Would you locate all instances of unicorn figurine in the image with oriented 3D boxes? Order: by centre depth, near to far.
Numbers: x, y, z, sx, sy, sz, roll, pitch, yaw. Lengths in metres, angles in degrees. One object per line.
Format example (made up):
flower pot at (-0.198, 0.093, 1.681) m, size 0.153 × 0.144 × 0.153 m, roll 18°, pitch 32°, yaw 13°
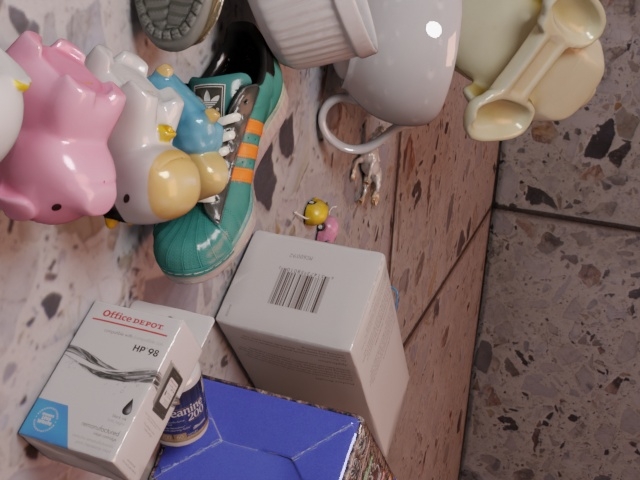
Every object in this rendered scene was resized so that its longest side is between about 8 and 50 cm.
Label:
unicorn figurine at (0.094, -0.138, 1.460) m, size 0.162 × 0.060 × 0.111 m, roll 99°, pitch 11°, yaw -60°

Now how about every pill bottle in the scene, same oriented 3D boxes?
pill bottle at (-0.163, 0.163, 0.884) m, size 0.067 × 0.067 × 0.120 m, roll -54°, pitch 148°, yaw -50°

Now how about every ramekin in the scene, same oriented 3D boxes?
ramekin at (-0.018, -0.292, 0.896) m, size 0.207 × 0.108 × 0.207 m, roll -17°, pitch 90°, yaw -78°

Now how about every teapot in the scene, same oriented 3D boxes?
teapot at (0.092, -0.289, 1.184) m, size 0.252 × 0.186 × 0.256 m, roll 109°, pitch -13°, yaw -70°

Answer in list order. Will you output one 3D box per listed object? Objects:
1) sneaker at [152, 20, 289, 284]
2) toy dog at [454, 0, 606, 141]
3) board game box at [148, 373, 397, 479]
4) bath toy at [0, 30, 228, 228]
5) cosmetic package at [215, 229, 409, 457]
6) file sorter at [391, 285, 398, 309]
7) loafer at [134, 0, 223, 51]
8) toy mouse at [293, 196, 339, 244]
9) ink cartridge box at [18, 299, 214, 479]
sneaker at (-0.115, -0.103, 0.838) m, size 0.121 × 0.108 × 0.302 m, roll 72°, pitch 27°, yaw -52°
toy dog at (0.302, -0.407, 1.422) m, size 0.395 × 0.408 × 0.285 m, roll -4°, pitch 134°, yaw -41°
board game box at (-0.045, 0.312, 1.041) m, size 0.291 × 0.231 × 0.141 m, roll 68°, pitch 37°, yaw -57°
bath toy at (-0.195, -0.071, 0.607) m, size 0.129 × 0.151 × 0.348 m, roll -47°, pitch 167°, yaw 16°
cosmetic package at (0.005, 0.162, 1.157) m, size 0.366 × 0.196 × 0.155 m, roll 73°, pitch 32°, yaw -55°
file sorter at (0.060, 0.125, 1.404) m, size 0.170 × 0.118 × 0.105 m, roll 9°, pitch 88°, yaw -70°
loafer at (-0.107, -0.297, 0.760) m, size 0.087 × 0.094 × 0.251 m, roll 15°, pitch 85°, yaw -66°
toy mouse at (0.000, 0.000, 1.295) m, size 0.161 × 0.031 × 0.143 m, roll -40°, pitch 137°, yaw -60°
ink cartridge box at (-0.185, 0.123, 0.751) m, size 0.060 × 0.104 × 0.180 m, roll 72°, pitch 34°, yaw -51°
